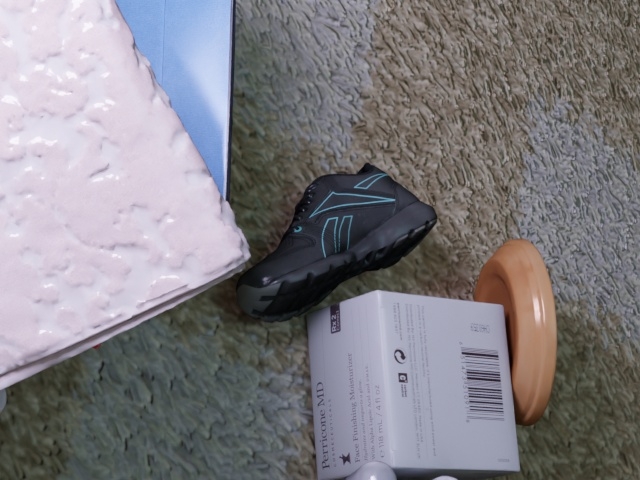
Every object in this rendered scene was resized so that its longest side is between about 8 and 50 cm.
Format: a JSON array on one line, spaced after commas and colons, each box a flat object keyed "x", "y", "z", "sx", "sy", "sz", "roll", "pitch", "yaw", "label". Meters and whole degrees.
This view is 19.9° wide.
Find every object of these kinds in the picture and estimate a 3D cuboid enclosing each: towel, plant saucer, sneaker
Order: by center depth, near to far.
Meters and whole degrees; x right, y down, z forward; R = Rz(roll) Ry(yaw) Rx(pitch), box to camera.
[{"x": -0.265, "y": -0.056, "z": 1.402, "sx": 0.332, "sy": 0.317, "sz": 0.053, "roll": 62, "pitch": 3, "yaw": -9, "label": "towel"}, {"x": 0.000, "y": 0.000, "z": 1.865, "sx": 0.267, "sy": 0.101, "sz": 0.106, "roll": -26, "pitch": 73, "yaw": -43, "label": "sneaker"}, {"x": 0.201, "y": 0.097, "z": 1.937, "sx": 0.037, "sy": 0.200, "sz": 0.200, "roll": -1, "pitch": 75, "yaw": -12, "label": "plant saucer"}]

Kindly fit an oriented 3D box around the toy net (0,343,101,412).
[{"x": -0.250, "y": 0.079, "z": 1.485, "sx": 0.122, "sy": 0.045, "sz": 0.232, "roll": 31, "pitch": 101, "yaw": -20, "label": "toy net"}]

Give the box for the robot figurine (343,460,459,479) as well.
[{"x": 0.056, "y": 0.390, "z": 1.694, "sx": 0.300, "sy": 0.200, "sz": 0.353, "roll": 13, "pitch": 65, "yaw": -9, "label": "robot figurine"}]

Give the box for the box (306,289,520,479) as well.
[{"x": 0.094, "y": 0.155, "z": 1.860, "sx": 0.182, "sy": 0.119, "sz": 0.181, "roll": 7, "pitch": 71, "yaw": -39, "label": "box"}]

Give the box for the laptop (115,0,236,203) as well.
[{"x": -0.305, "y": -0.172, "z": 1.541, "sx": 0.408, "sy": 0.236, "sz": 0.382, "roll": 16, "pitch": 66, "yaw": -37, "label": "laptop"}]
